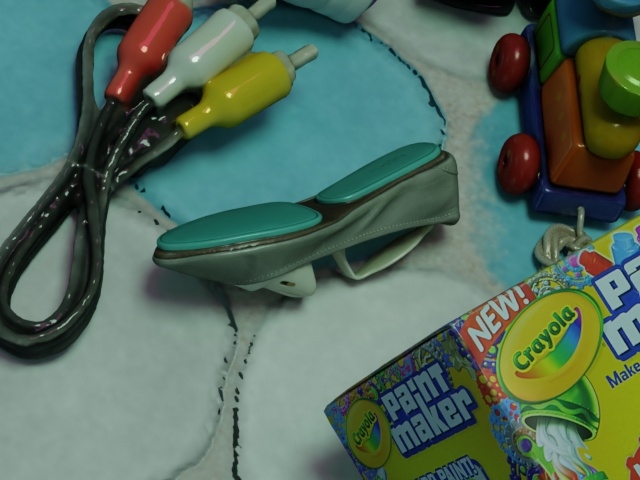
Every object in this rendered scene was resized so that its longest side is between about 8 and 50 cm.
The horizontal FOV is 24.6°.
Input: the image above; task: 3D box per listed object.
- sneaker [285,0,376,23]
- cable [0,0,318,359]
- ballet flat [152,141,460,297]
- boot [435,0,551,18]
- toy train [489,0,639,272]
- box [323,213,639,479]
[{"bbox_3d":[-0.040,-0.297,1.029,0.152,0.114,0.305,5,57,-31],"label":"sneaker"},{"bbox_3d":[-0.130,-0.064,0.899,0.139,0.072,0.287,33,56,9],"label":"cable"},{"bbox_3d":[0.000,0.000,0.903,0.213,0.072,0.068,-21,111,-26],"label":"ballet flat"},{"bbox_3d":[0.227,-0.271,1.100,0.338,0.118,0.222,-5,79,-8],"label":"boot"},{"bbox_3d":[0.186,-0.069,0.953,0.105,0.143,0.248,7,58,-12],"label":"toy train"},{"bbox_3d":[0.210,0.125,0.789,0.290,0.177,0.279,-28,82,-27],"label":"box"}]
